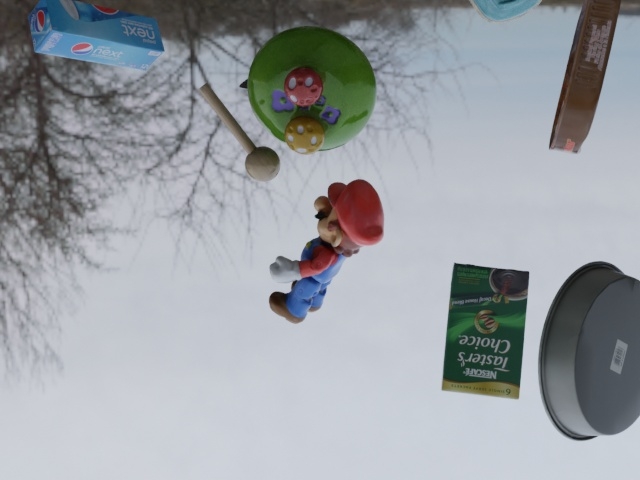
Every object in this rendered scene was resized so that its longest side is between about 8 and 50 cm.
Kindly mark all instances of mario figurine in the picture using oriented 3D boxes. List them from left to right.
[{"bbox_3d":[0.000,0.000,1.645,0.170,0.320,0.198,23,-148,-17],"label":"mario figurine"}]

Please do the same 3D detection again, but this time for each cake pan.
[{"bbox_3d":[0.455,0.180,1.345,0.293,0.293,0.054,-13,-168,-38],"label":"cake pan"}]

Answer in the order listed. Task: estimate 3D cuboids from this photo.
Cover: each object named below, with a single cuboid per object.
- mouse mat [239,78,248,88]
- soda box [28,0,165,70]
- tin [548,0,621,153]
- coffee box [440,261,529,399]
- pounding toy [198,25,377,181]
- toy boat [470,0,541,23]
[{"bbox_3d":[-0.051,-0.330,1.584,0.189,0.007,0.152,-35,-152,-19],"label":"mouse mat"},{"bbox_3d":[-0.372,-0.345,1.411,0.210,0.071,0.067,1,156,-44],"label":"soda box"},{"bbox_3d":[0.274,-0.180,0.871,0.040,0.190,0.106,13,167,15],"label":"tin"},{"bbox_3d":[0.235,0.129,1.201,0.113,0.184,0.040,7,172,7],"label":"coffee box"},{"bbox_3d":[-0.041,-0.175,1.151,0.237,0.183,0.110,-25,-155,22],"label":"pounding toy"},{"bbox_3d":[0.454,-0.644,1.854,0.318,0.267,0.148,-27,-160,10],"label":"toy boat"}]
